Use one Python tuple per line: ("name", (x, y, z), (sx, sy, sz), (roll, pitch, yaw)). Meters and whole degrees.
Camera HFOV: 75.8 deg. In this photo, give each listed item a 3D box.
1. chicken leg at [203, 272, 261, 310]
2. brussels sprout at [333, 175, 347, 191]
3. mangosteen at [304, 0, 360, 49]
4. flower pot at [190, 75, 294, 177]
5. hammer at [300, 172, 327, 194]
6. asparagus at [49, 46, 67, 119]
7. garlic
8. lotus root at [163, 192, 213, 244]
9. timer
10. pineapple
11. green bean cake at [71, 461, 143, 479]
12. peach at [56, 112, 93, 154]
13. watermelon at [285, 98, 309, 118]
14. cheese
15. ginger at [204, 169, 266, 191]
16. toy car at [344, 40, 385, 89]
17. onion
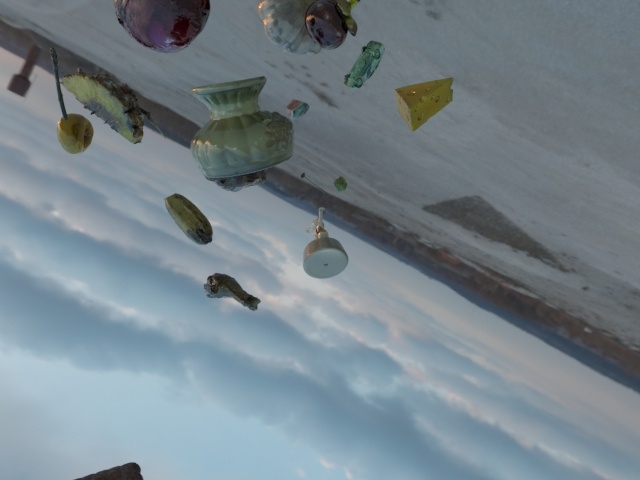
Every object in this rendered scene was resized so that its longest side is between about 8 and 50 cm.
("chicken leg", (-0.483, 0.255, 2.134), (0.212, 0.140, 0.361), (4, -171, -41))
("brussels sprout", (0.068, -0.202, 1.454), (0.046, 0.050, 0.083), (31, -166, -18))
("mangosteen", (0.040, -0.697, 1.302), (0.156, 0.181, 0.146), (47, 179, -23))
("flower pot", (-0.234, -0.335, 1.188), (0.308, 0.243, 0.307), (-10, -156, 4))
("hammer", (-0.021, -0.201, 1.482), (0.123, 0.029, 0.014), (36, 140, -20))
("asparagus", (-0.609, -0.361, 0.957), (0.013, 0.165, 0.016), (23, -144, 18))
("garlic", (-0.090, -0.851, 1.533), (0.322, 0.321, 0.241), (26, -171, -25))
("lotus root", (-0.524, -0.087, 1.655), (0.258, 0.110, 0.097), (51, 177, 2))
("timer", (0.000, 0.000, 1.646), (0.175, 0.175, 0.265), (26, -146, -33))
("pineapple", (-0.687, -0.487, 1.410), (0.334, 0.161, 0.158), (44, -140, -7))
("green bean cake", (-0.390, 0.489, 0.748), (0.135, 0.056, 0.136), (-3, -150, -34))
("peach", (-1.040, -0.451, 1.746), (0.103, 0.179, 0.179), (9, -174, -7))
("watermelon", (-0.090, -0.515, 1.594), (0.072, 0.084, 0.092), (41, 148, -8))
("cheese", (0.337, -0.440, 1.287), (0.093, 0.171, 0.126), (68, -179, -49))
("ginger", (-0.310, -0.329, 1.561), (0.153, 0.357, 0.274), (-3, 139, 44))
("toy car", (0.193, -0.748, 1.777), (0.076, 0.224, 0.090), (20, -163, -48))
("onion", (-0.448, -0.678, 1.161), (0.277, 0.276, 0.276), (28, -177, -2))
